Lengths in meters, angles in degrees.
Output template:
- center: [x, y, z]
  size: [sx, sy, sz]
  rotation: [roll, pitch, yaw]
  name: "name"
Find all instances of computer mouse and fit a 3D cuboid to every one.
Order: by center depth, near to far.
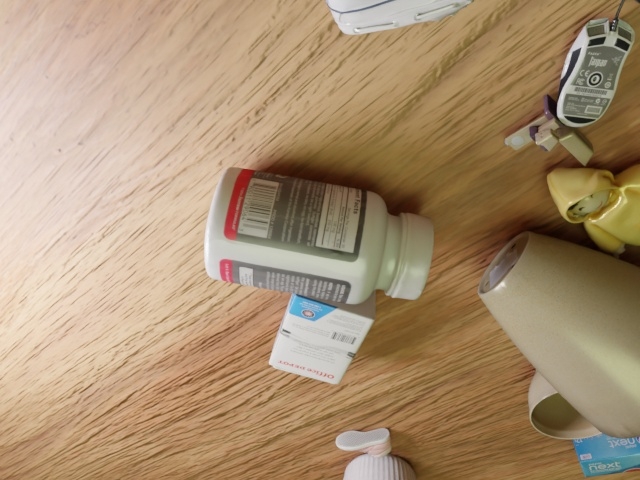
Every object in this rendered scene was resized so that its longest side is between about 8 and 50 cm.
- center: [0.344, -0.239, 0.621]
  size: [0.106, 0.042, 0.193]
  rotation: [7, 122, -4]
  name: "computer mouse"

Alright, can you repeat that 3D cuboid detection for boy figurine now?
- center: [0.466, -0.042, 0.723]
  size: [0.285, 0.092, 0.177]
  rotation: [21, 136, -12]
  name: "boy figurine"

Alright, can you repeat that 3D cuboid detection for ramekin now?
- center: [0.152, 0.633, 1.269]
  size: [0.207, 0.109, 0.207]
  rotation: [4, 128, 5]
  name: "ramekin"

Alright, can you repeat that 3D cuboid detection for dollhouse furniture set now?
- center: [0.317, -0.121, 0.697]
  size: [0.114, 0.091, 0.081]
  rotation: [33, 139, -21]
  name: "dollhouse furniture set"

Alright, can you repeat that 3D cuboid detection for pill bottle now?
- center: [0.000, 0.000, 0.761]
  size: [0.319, 0.176, 0.176]
  rotation: [11, 128, 0]
  name: "pill bottle"

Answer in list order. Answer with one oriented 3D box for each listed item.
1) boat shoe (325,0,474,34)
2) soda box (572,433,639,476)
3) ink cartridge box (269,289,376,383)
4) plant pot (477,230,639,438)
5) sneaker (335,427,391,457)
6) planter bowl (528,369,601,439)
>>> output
- center: [0.134, -0.303, 0.578]
  size: [0.258, 0.095, 0.084]
  rotation: [-3, 158, 17]
  name: "boat shoe"
- center: [0.676, 0.458, 1.093]
  size: [0.210, 0.067, 0.071]
  rotation: [-18, 123, 21]
  name: "soda box"
- center: [0.001, 0.166, 0.944]
  size: [0.148, 0.086, 0.203]
  rotation: [18, 128, -6]
  name: "ink cartridge box"
- center: [0.396, 0.115, 0.775]
  size: [0.274, 0.256, 0.256]
  rotation: [35, 125, 2]
  name: "plant pot"
- center: [0.108, 0.497, 1.206]
  size: [0.134, 0.051, 0.070]
  rotation: [-12, 120, 11]
  name: "sneaker"
- center: [0.478, 0.291, 0.964]
  size: [0.162, 0.109, 0.162]
  rotation: [4, 127, 5]
  name: "planter bowl"
